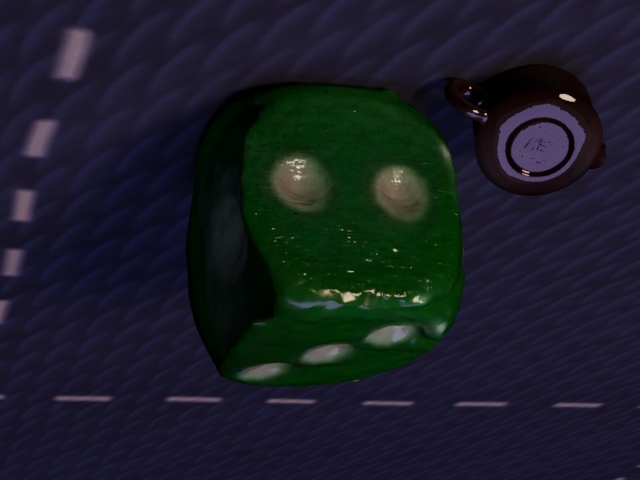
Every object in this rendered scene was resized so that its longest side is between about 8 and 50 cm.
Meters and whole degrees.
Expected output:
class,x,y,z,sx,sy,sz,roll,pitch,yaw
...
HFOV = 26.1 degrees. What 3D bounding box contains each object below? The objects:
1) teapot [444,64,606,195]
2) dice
class,x,y,z,sx,sy,sz,roll,pitch,yaw
teapot,0.108,-0.062,0.722,0.100,0.045,0.068,23,123,-16
dice,0.000,0.000,0.729,0.120,0.131,0.128,0,154,-18
